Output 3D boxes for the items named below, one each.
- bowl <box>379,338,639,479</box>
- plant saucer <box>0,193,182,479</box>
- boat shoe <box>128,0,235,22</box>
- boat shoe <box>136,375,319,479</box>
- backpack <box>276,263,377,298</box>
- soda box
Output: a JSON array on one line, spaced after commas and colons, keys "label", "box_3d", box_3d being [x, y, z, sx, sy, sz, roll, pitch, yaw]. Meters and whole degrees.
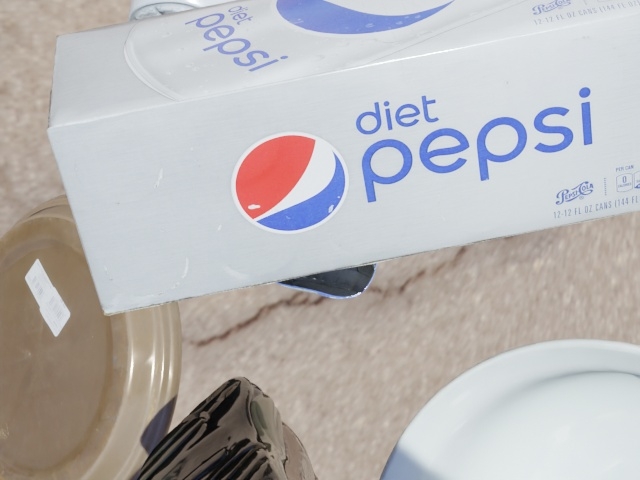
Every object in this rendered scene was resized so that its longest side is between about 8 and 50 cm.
[{"label": "bowl", "box_3d": [0.181, 0.195, 0.802, 0.297, 0.134, 0.298, 3, 95, 33]}, {"label": "plant saucer", "box_3d": [-0.219, 0.096, 1.181, 0.278, 0.041, 0.278, -7, 79, 43]}, {"label": "boat shoe", "box_3d": [-0.026, -0.130, 0.980, 0.109, 0.302, 0.094, 1, 74, 29]}, {"label": "boat shoe", "box_3d": [-0.033, 0.182, 0.785, 0.122, 0.324, 0.120, -40, 103, 11]}, {"label": "backpack", "box_3d": [0.000, 0.000, 1.430, 0.114, 0.084, 0.105, 18, 97, -13]}, {"label": "soda box", "box_3d": [0.034, -0.057, 0.615, 0.286, 0.091, 0.098, -12, 123, 0]}]
